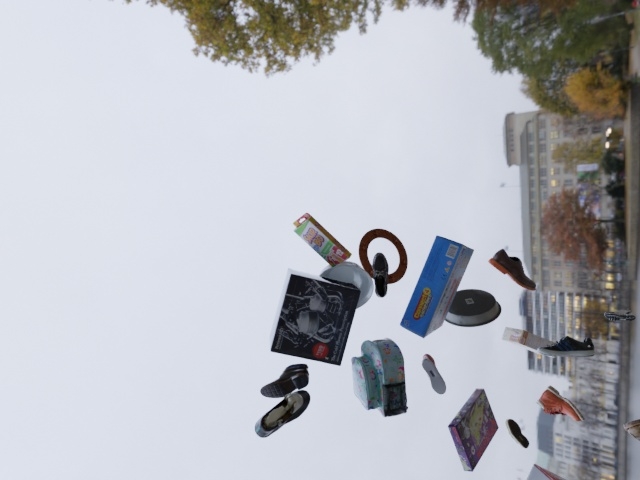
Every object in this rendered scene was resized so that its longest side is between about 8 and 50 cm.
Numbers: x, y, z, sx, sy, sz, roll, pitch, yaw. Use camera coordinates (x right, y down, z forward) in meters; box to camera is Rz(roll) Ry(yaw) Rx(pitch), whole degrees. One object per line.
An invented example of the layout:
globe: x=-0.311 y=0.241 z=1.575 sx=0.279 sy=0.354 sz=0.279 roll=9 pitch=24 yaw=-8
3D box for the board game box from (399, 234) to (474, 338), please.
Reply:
board game box: x=0.396 y=0.148 z=1.346 sx=0.302 sy=0.086 sz=0.308 roll=10 pitch=-78 yaw=-64

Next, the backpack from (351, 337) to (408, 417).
backpack: x=0.219 y=0.495 z=1.505 sx=0.191 sy=0.225 sz=0.253 roll=1 pitch=-86 yaw=-14

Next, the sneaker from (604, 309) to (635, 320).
sneaker: x=1.287 y=0.321 z=1.745 sx=0.043 sy=0.109 sz=0.040 roll=-59 pitch=-36 yaw=-52

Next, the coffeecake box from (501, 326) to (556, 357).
coffeecake box: x=0.966 y=0.468 z=1.868 sx=0.142 sy=0.186 sz=0.068 roll=138 pitch=154 yaw=-81

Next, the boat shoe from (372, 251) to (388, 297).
boat shoe: x=0.272 y=0.157 z=1.810 sx=0.065 sy=0.075 sz=0.206 roll=-67 pitch=-25 yaw=-84

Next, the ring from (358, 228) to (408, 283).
ring: x=0.368 y=0.085 z=2.319 sx=0.337 sy=0.032 sz=0.336 roll=9 pitch=-111 yaw=-23

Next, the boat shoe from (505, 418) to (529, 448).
boat shoe: x=1.052 y=1.047 z=2.201 sx=0.068 sy=0.072 sz=0.190 roll=-35 pitch=-84 yaw=-24

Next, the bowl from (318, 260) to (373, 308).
bowl: x=0.111 y=0.205 z=2.022 sx=0.134 sy=0.298 sz=0.297 roll=-94 pitch=-19 yaw=-57

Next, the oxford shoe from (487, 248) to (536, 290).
oxford shoe: x=0.896 y=0.137 z=1.840 sx=0.271 sy=0.097 sz=0.098 roll=32 pitch=-77 yaw=-16

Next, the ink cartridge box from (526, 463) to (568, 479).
ink cartridge box: x=0.980 y=1.018 z=1.455 sx=0.160 sy=0.385 sz=0.279 roll=-63 pitch=1 yaw=-5

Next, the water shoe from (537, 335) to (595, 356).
water shoe: x=0.972 y=0.421 z=1.613 sx=0.073 sy=0.203 sz=0.080 roll=53 pitch=-143 yaw=-67

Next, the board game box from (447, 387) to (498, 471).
board game box: x=0.709 y=0.857 z=1.859 sx=0.347 sy=0.056 sz=0.208 roll=-19 pitch=-88 yaw=-47

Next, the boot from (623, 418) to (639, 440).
boot: x=0.980 y=0.574 z=1.112 sx=0.305 sy=0.112 sz=0.115 roll=24 pitch=-134 yaw=-11

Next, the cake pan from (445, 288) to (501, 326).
cake pan: x=0.745 y=0.328 z=2.024 sx=0.293 sy=0.293 sz=0.054 roll=-37 pitch=-61 yaw=-46

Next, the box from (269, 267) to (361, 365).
box: x=-0.031 y=0.328 z=1.762 sx=0.313 sy=0.179 sz=0.343 roll=14 pitch=-88 yaw=-9

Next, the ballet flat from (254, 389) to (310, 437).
ballet flat: x=-0.101 y=0.493 z=1.175 sx=0.203 sy=0.074 sz=0.074 roll=-25 pitch=-69 yaw=-38

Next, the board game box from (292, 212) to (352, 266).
board game box: x=0.000 y=0.000 z=1.684 sx=0.259 sy=0.124 sz=0.039 roll=45 pitch=-130 yaw=-10

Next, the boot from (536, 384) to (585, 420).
boot: x=0.781 y=0.550 z=1.322 sx=0.085 sy=0.158 sz=0.059 roll=-40 pitch=-76 yaw=-1

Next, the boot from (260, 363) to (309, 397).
boot: x=-0.143 y=0.587 z=1.698 sx=0.106 sy=0.219 sz=0.082 roll=-75 pitch=-36 yaw=-72

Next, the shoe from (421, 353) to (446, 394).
shoe: x=0.519 y=0.605 z=1.844 sx=0.177 sy=0.064 sz=0.081 roll=61 pitch=-161 yaw=-1
